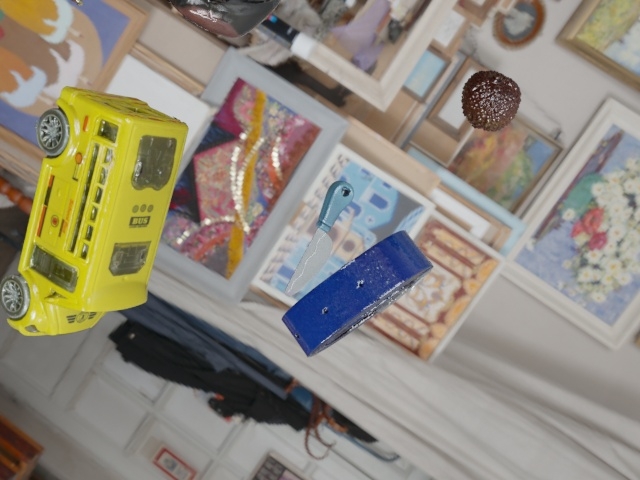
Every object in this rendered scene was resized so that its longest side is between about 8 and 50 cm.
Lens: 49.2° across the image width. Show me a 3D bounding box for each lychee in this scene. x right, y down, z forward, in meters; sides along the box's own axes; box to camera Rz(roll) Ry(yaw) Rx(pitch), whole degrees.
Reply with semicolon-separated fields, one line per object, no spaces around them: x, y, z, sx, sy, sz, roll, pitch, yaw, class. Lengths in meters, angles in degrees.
0.343;-0.277;1.403;0.123;0.123;0.129;-51;137;-39;lychee

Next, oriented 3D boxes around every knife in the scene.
0.002;0.000;1.326;0.032;0.058;0.244;17;-98;59;knife

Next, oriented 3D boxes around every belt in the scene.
0.085;0.122;1.570;0.347;0.117;0.212;-36;165;-4;belt

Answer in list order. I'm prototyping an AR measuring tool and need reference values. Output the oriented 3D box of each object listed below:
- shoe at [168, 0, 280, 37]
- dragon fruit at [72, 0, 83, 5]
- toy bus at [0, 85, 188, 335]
-0.073;-0.235;0.522;0.137;0.114;0.291;-58;-150;25;shoe
-0.563;-0.618;1.504;0.134;0.211;0.262;-29;-156;36;dragon fruit
-0.286;-0.018;0.901;0.144;0.152;0.330;-6;118;-60;toy bus
